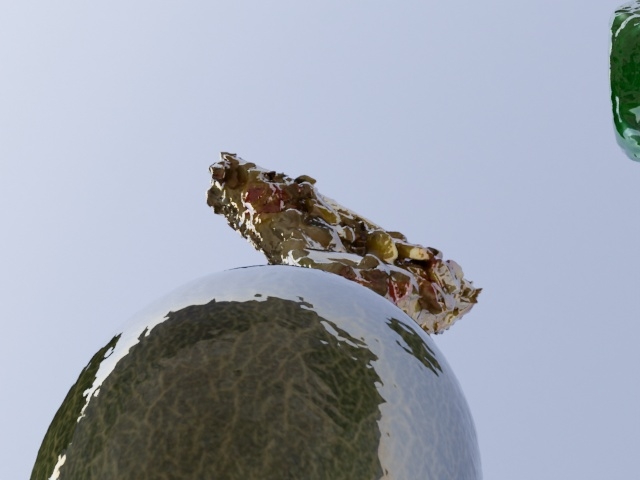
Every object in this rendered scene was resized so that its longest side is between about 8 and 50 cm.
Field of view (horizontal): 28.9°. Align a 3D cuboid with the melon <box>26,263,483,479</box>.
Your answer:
[{"bbox_3d":[-0.036,0.146,0.643,0.237,0.237,0.302,-8,-153,17],"label":"melon"}]

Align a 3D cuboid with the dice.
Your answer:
[{"bbox_3d":[0.302,-0.138,1.025,0.120,0.128,0.131,-5,-160,17],"label":"dice"}]

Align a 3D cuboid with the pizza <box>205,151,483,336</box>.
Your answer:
[{"bbox_3d":[0.000,0.000,1.030,0.251,0.287,0.074,30,-81,15],"label":"pizza"}]
